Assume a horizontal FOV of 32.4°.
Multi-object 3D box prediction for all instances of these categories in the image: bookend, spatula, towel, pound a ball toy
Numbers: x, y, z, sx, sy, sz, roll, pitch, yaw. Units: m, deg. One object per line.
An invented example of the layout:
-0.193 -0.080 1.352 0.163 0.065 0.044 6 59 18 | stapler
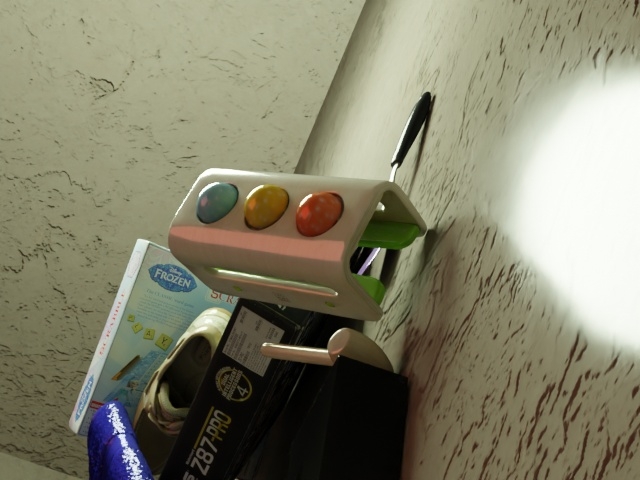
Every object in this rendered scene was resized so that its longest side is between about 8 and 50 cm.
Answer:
0.016 0.220 1.023 0.157 0.072 0.156 -79 10 -49 | bookend
0.099 -0.075 1.412 0.084 0.030 0.296 126 164 -63 | spatula
-0.281 0.390 1.549 0.308 0.076 0.228 -139 46 -63 | towel
-0.037 0.024 1.199 0.319 0.136 0.208 8 59 42 | pound a ball toy

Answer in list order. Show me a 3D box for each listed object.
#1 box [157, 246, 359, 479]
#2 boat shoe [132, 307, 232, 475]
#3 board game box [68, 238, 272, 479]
-0.075 0.164 1.540 0.318 0.097 0.395 -48 -14 -55 | box
-0.215 0.237 1.627 0.302 0.109 0.098 -59 -7 22 | boat shoe
-0.201 0.199 1.781 0.066 0.318 0.318 13 81 63 | board game box
